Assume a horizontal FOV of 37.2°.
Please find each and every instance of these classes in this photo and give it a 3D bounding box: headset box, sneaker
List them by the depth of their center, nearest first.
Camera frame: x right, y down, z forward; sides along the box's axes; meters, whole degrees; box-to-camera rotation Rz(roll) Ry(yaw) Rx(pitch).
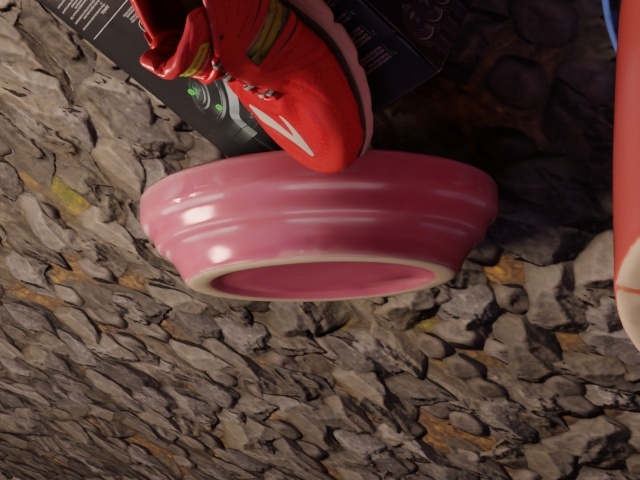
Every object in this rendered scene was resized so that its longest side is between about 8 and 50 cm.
[{"bbox_3d":[-0.068,-0.136,0.637,0.107,0.118,0.279,-10,131,40],"label":"sneaker"},{"bbox_3d":[-0.047,-0.200,0.759,0.283,0.131,0.246,39,144,-17],"label":"headset box"}]

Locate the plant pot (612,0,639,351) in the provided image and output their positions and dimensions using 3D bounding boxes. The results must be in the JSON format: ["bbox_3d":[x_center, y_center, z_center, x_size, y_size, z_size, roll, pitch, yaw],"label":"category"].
[{"bbox_3d":[0.279,-0.047,0.508,0.275,0.243,0.275,18,144,13],"label":"plant pot"}]

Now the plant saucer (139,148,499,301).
[{"bbox_3d":[0.000,0.000,0.886,0.332,0.084,0.332,-2,167,0],"label":"plant saucer"}]

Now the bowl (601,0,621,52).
[{"bbox_3d":[0.363,-0.167,0.577,0.391,0.077,0.391,18,145,13],"label":"bowl"}]
